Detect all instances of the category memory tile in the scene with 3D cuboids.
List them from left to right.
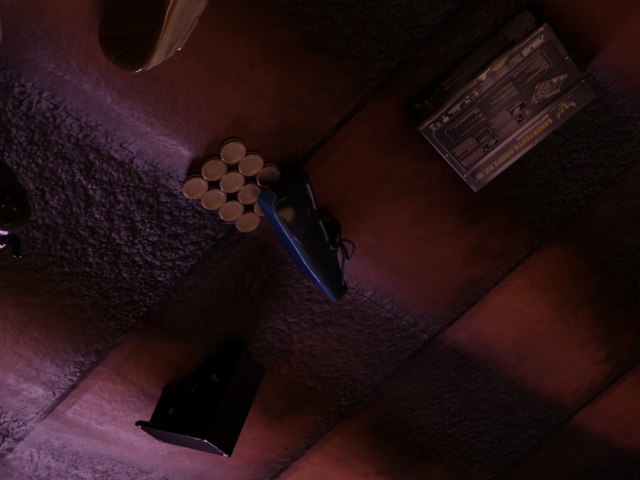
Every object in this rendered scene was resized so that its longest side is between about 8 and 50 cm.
[{"bbox_3d":[-0.113,-0.077,1.452,0.113,0.012,0.148,-42,133,14],"label":"memory tile"}]

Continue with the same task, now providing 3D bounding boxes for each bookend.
[{"bbox_3d":[-0.192,0.253,1.652,0.072,0.156,0.157,48,56,-44],"label":"bookend"}]

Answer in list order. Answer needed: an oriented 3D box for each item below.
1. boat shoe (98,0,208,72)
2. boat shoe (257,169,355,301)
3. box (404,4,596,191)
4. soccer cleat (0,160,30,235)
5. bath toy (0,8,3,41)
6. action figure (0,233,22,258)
[{"bbox_3d":[-0.151,-0.328,1.162,0.302,0.109,0.098,-59,167,27],"label":"boat shoe"},{"bbox_3d":[0.000,0.000,1.504,0.089,0.109,0.258,-41,145,-9],"label":"boat shoe"},{"bbox_3d":[0.263,-0.201,1.487,0.231,0.056,0.183,-39,135,12],"label":"box"},{"bbox_3d":[-0.492,-0.084,1.179,0.318,0.108,0.116,29,130,-22],"label":"soccer cleat"},{"bbox_3d":[-0.486,-0.281,1.027,0.348,0.129,0.151,14,166,-32],"label":"bath toy"},{"bbox_3d":[-0.524,0.027,1.263,0.276,0.141,0.164,-27,121,-1],"label":"action figure"}]
